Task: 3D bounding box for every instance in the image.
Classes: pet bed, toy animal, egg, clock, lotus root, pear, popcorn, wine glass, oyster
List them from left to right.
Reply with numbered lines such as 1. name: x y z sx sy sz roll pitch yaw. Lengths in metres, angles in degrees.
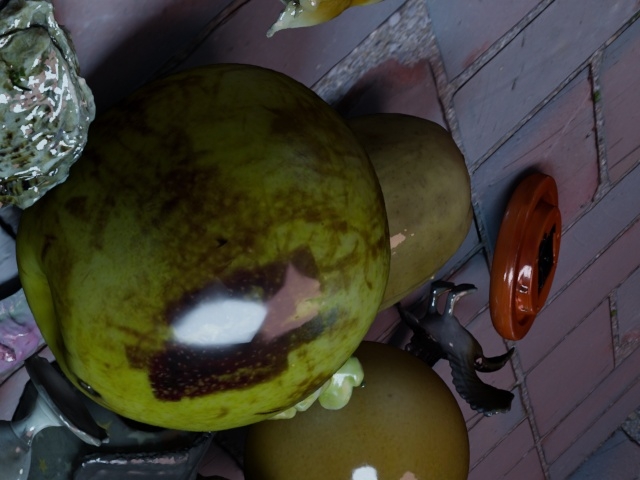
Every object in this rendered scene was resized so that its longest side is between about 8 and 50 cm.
1. wine glass: -0.293 0.197 1.362 0.222 0.103 0.103 -38 157 3
2. oyster: -0.217 -0.084 1.103 0.177 0.064 0.125 -40 144 13
3. pet bed: -0.188 0.214 1.506 0.183 0.159 0.211 -19 146 -45
4. pear: -0.086 0.007 1.215 0.283 0.283 0.283 -37 155 -20
5. popcorn: -0.045 0.121 1.630 0.141 0.162 0.135 -19 -145 39
6. lotus root: 0.000 0.000 1.478 0.310 0.183 0.183 -30 153 -20
7. egg: 0.038 0.251 1.829 0.250 0.250 0.322 -34 158 -25
8. toy animal: 0.172 0.129 1.989 0.197 0.272 0.160 -22 112 -34
9. clock: 0.251 0.020 1.961 0.205 0.051 0.205 12 90 -71

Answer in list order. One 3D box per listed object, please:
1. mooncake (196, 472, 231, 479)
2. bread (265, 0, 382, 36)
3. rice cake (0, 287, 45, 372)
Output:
1. mooncake: -0.153 0.388 1.669 0.324 0.187 0.324 -30 -162 11
2. bread: 0.021 -0.300 0.929 0.250 0.225 0.279 -28 148 -32
3. rice cake: -0.295 0.098 1.272 0.290 0.051 0.081 -30 154 -33
